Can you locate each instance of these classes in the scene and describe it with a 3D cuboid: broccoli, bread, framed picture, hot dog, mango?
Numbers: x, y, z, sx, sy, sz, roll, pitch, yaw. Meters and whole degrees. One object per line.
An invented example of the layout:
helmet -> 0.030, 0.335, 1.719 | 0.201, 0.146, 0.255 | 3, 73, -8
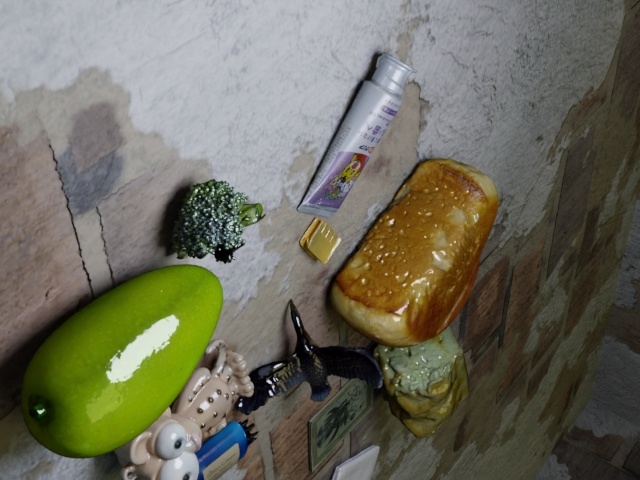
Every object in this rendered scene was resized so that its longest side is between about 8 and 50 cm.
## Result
broccoli -> -0.136, -0.030, 1.366 | 0.204, 0.118, 0.122 | -22, 123, -72
bread -> 0.223, 0.296, 2.113 | 0.196, 0.238, 0.252 | -22, 136, -7
framed picture -> 0.049, 0.381, 2.080 | 0.231, 0.010, 0.173 | -40, 144, -36
hot dog -> 0.197, 0.045, 1.863 | 0.405, 0.185, 0.223 | -52, 148, -19
mango -> -0.246, 0.149, 1.256 | 0.343, 0.156, 0.192 | -41, 147, -39

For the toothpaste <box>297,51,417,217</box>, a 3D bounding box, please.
toothpaste -> 0.062, -0.169, 1.599 | 0.114, 0.073, 0.299 | 6, 116, -59

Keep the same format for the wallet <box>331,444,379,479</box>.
wallet -> 0.074, 0.559, 2.249 | 0.183, 0.032, 0.124 | -13, 125, -52

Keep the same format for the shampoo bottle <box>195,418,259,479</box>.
shampoo bottle -> -0.183, 0.379, 1.658 | 0.183, 0.050, 0.087 | -34, 137, -42

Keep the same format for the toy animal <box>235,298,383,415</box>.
toy animal -> -0.033, 0.209, 1.714 | 0.273, 0.197, 0.160 | -17, 166, 4

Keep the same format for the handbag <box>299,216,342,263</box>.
handbag -> 0.000, 0.000, 1.669 | 0.061, 0.027, 0.083 | -56, 149, -10

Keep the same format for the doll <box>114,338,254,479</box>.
doll -> -0.209, 0.279, 1.474 | 0.278, 0.119, 0.154 | -50, 136, -34
